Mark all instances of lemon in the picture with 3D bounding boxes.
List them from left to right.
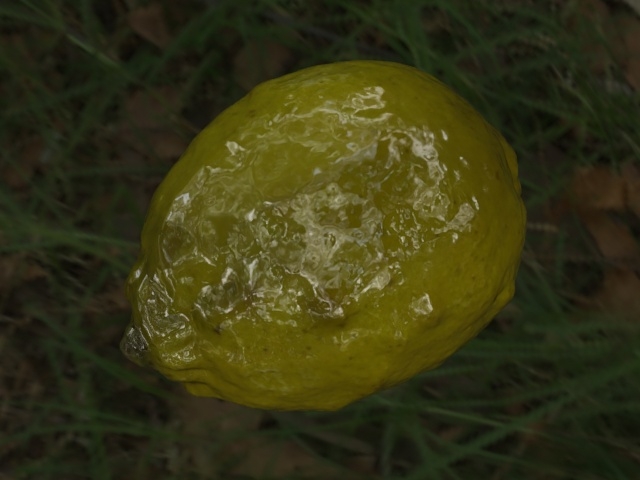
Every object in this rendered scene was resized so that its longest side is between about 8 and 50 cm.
[{"bbox_3d":[0.006,-0.004,1.492,0.316,0.285,0.285,5,75,-25],"label":"lemon"}]
